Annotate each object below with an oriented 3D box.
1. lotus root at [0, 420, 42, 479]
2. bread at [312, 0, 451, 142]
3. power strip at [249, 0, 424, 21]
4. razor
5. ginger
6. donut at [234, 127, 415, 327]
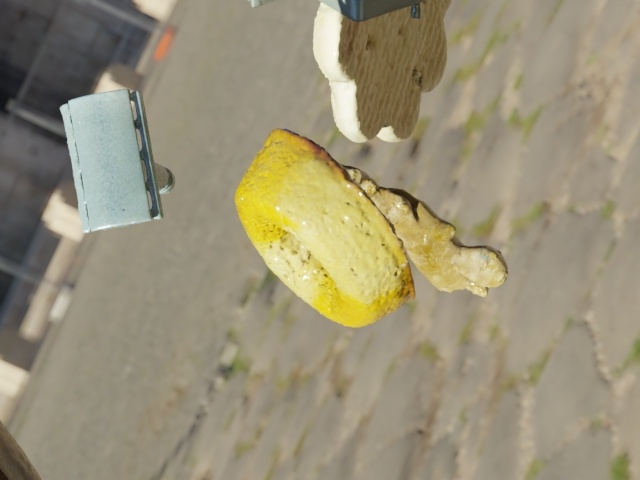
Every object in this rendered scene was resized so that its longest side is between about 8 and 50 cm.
[{"bbox_3d":[-0.365,0.253,1.623,0.193,0.291,0.193,-31,15,9],"label":"lotus root"},{"bbox_3d":[0.070,-0.258,1.874,0.316,0.054,0.316,-28,-58,-59],"label":"bread"},{"bbox_3d":[-0.015,-0.259,1.615,0.216,0.145,0.061,38,139,46],"label":"power strip"},{"bbox_3d":[-0.156,-0.056,1.423,0.232,0.068,0.106,35,-135,-84],"label":"razor"},{"bbox_3d":[0.071,-0.012,1.617,0.193,0.176,0.052,6,61,45],"label":"ginger"},{"bbox_3d":[0.000,0.000,1.291,0.065,0.162,0.178,-42,-35,-15],"label":"donut"}]
